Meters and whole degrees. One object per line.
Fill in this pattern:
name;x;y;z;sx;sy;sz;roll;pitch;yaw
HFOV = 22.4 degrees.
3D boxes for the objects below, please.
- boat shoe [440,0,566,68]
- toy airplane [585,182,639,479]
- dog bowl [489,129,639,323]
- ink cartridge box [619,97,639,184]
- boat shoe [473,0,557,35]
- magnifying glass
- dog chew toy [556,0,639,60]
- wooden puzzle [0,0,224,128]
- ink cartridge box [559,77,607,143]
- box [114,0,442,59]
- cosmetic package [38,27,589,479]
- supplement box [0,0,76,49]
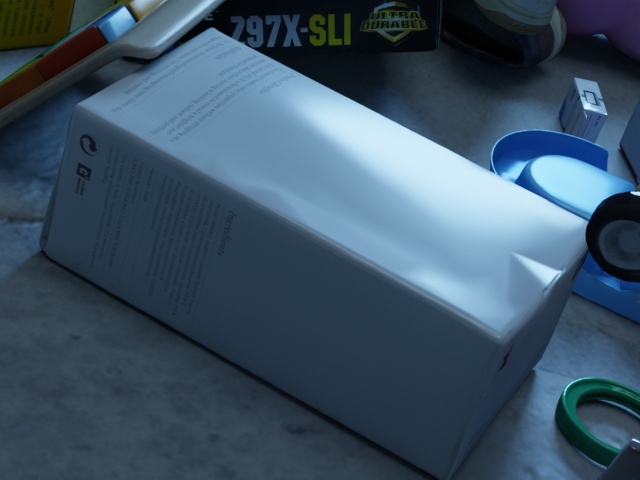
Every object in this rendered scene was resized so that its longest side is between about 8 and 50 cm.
boat shoe;0.140;-0.282;1.813;0.285;0.103;0.092;35;32;14
toy airplane;0.315;0.119;1.075;0.272;0.386;0.384;15;-7;22
dog bowl;0.286;0.001;1.501;0.297;0.074;0.166;25;34;11
ink cartridge box;0.417;-0.081;1.681;0.175;0.072;0.127;8;34;-15
boat shoe;0.189;-0.370;1.777;0.121;0.110;0.341;3;44;-31
magnifying glass;0.291;0.183;1.290;0.231;0.026;0.092;31;36;22
dog chew toy;0.384;-0.304;1.882;0.331;0.207;0.207;26;33;-5
wooden puzzle;-0.201;-0.171;1.413;0.044;0.238;0.221;61;32;-15
ink cartridge box;0.278;-0.129;1.704;0.028;0.048;0.083;12;35;-10
box;-0.045;-0.283;1.674;0.322;0.079;0.257;-1;37;-1
cosmetic package;0.000;0.000;1.295;0.385;0.156;0.217;31;36;16
supplement box;-0.411;-0.295;1.478;0.356;0.195;0.194;-13;45;-39
